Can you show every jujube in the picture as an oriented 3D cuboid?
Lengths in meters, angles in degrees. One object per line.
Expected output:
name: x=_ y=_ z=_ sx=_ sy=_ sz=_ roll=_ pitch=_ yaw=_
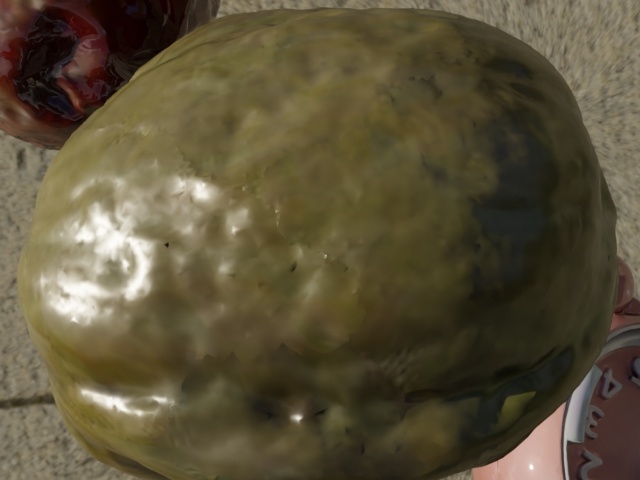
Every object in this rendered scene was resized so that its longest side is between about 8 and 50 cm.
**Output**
jujube: x=-0.215 y=-0.247 z=0.883 sx=0.276 sy=0.377 sz=0.277 roll=-2 pitch=124 yaw=-3

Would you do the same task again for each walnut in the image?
walnut: x=0.000 y=0.000 z=0.487 sx=0.282 sy=0.227 sz=0.283 roll=-4 pitch=56 yaw=6

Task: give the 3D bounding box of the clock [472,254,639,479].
clock: x=0.202 y=0.168 z=0.743 sx=0.227 sy=0.241 sz=0.142 roll=35 pitch=148 yaw=-20
